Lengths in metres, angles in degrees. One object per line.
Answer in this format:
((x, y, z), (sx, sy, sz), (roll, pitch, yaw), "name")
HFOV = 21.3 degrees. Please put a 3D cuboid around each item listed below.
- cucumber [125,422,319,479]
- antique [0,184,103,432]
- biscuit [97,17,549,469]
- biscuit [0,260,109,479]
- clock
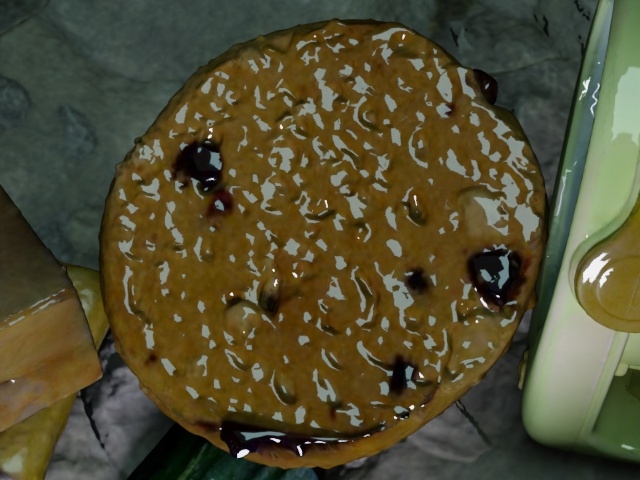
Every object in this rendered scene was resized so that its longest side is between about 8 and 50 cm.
((-0.070, 0.168, 1.094), (0.116, 0.062, 0.115), (36, 61, 14), "cucumber")
((-0.255, -0.016, 1.133), (0.087, 0.093, 0.310), (-29, 51, -17), "antique")
((0.000, 0.001, 1.079), (0.296, 0.075, 0.295), (-2, 78, 10), "biscuit")
((-0.236, 0.076, 1.150), (0.174, 0.039, 0.183), (20, 61, 11), "biscuit")
((0.212, -0.040, 1.059), (0.117, 0.348, 0.286), (12, 62, 4), "clock")
